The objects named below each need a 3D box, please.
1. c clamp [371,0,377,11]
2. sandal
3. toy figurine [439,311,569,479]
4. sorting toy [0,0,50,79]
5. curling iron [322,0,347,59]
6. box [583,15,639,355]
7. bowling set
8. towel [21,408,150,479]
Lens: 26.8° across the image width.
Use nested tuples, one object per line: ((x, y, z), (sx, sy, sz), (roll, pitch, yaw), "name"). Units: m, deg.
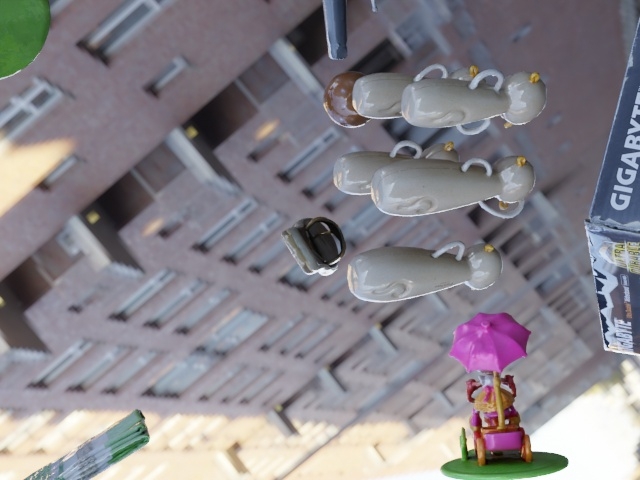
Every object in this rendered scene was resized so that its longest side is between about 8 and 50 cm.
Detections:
((-0.008, -0.366, 1.772), (0.022, 0.160, 0.137), (-67, -24, -55), "c clamp")
((0.000, 0.000, 1.501), (0.072, 0.049, 0.180), (54, -171, 3), "sandal")
((0.180, 0.151, 1.375), (0.173, 0.130, 0.159), (-4, -90, -86), "toy figurine")
((-0.349, -0.194, 1.308), (0.127, 0.365, 0.126), (58, 167, -1), "sorting toy")
((0.021, -0.301, 1.230), (0.035, 0.068, 0.274), (-77, -8, -71), "curling iron")
((0.266, -0.087, 0.998), (0.073, 0.295, 0.293), (11, 164, 19), "box")
((0.101, -0.098, 1.233), (0.287, 0.154, 0.200), (108, 150, -48), "bowling set")
((-0.199, 0.174, 1.014), (0.023, 0.152, 0.113), (60, 171, -7), "towel")
